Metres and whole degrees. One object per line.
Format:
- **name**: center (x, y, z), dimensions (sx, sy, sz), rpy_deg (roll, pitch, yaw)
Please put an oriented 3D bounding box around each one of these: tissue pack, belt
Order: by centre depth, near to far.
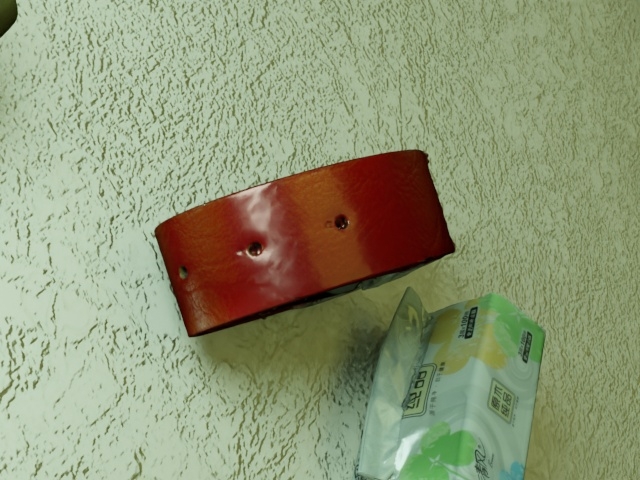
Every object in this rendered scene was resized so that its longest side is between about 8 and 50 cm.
- **belt**: center (0.000, 0.000, 1.365), dimensions (0.324, 0.227, 0.115), rpy_deg (-15, 87, -49)
- **tissue pack**: center (0.113, 0.166, 1.471), dimensions (0.145, 0.159, 0.229), rpy_deg (40, 47, -29)

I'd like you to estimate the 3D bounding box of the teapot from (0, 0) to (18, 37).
- **teapot**: center (-0.358, -0.194, 1.103), dimensions (0.268, 0.185, 0.175), rpy_deg (43, 69, 15)
